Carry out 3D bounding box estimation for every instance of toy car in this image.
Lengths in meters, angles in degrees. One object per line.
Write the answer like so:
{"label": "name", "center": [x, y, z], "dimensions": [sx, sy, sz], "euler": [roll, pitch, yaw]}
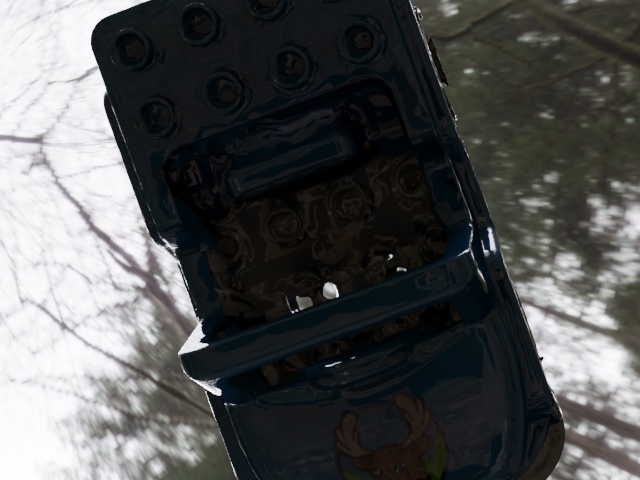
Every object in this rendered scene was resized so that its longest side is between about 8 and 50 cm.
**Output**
{"label": "toy car", "center": [0.000, 0.000, 0.524], "dimensions": [0.097, 0.100, 0.191], "euler": [-20, -89, 8]}
